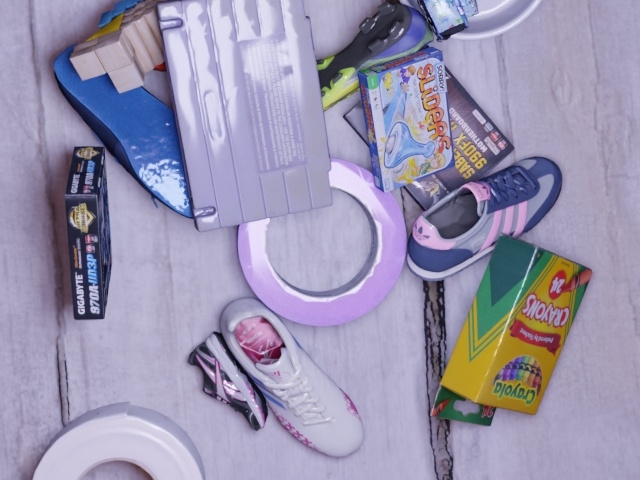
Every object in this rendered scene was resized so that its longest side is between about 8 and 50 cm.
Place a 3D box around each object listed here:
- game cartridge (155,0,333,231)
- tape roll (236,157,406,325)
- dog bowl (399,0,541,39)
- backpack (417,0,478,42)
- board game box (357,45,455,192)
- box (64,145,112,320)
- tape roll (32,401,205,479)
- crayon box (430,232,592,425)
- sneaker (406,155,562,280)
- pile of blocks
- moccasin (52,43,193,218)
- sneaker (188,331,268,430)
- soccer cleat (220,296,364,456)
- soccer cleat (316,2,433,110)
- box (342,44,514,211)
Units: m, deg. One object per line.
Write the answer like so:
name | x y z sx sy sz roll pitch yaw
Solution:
game cartridge | -0.110 -0.205 1.809 0.230 0.068 0.354 -12 106 -15
tape roll | 0.000 0.000 1.941 0.275 0.090 0.274 0 95 -5
dog bowl | 0.238 -0.461 1.881 0.265 0.104 0.264 0 113 1
backpack | 0.190 -0.378 1.803 0.084 0.105 0.114 -26 109 12
board game box | 0.138 -0.189 1.853 0.136 0.035 0.201 -22 121 -18
box | -0.358 -0.013 1.828 0.051 0.175 0.220 -1 120 -6
tape roll | -0.330 0.416 1.936 0.286 0.100 0.286 0 94 -4
crayon box | 0.315 0.165 1.931 0.202 0.081 0.318 18 95 -50
sneaker | 0.276 -0.058 1.901 0.319 0.131 0.112 -36 61 -21
pile of blocks | -0.236 -0.348 1.864 0.362 0.149 0.112 -39 128 -18
moccasin | -0.285 -0.177 1.894 0.138 0.117 0.342 -39 92 -14
sneaker | -0.155 0.242 1.963 0.077 0.072 0.178 -32 88 10
soccer cleat | -0.050 0.236 1.925 0.116 0.143 0.331 -40 97 -1
soccer cleat | 0.058 -0.269 1.894 0.289 0.121 0.093 -35 57 28
box | 0.179 -0.180 1.959 0.183 0.056 0.231 -41 96 -2
